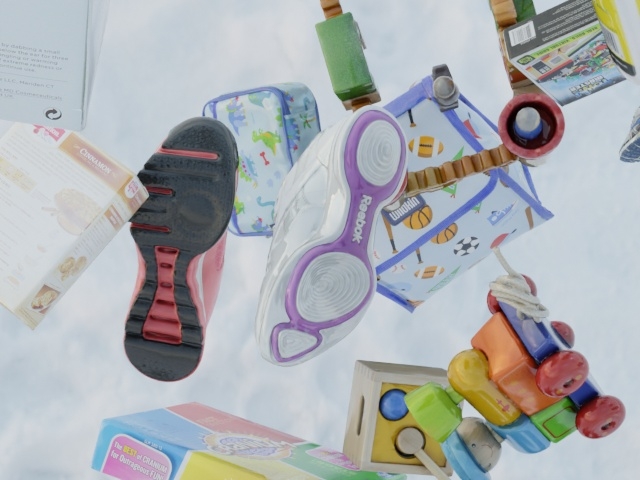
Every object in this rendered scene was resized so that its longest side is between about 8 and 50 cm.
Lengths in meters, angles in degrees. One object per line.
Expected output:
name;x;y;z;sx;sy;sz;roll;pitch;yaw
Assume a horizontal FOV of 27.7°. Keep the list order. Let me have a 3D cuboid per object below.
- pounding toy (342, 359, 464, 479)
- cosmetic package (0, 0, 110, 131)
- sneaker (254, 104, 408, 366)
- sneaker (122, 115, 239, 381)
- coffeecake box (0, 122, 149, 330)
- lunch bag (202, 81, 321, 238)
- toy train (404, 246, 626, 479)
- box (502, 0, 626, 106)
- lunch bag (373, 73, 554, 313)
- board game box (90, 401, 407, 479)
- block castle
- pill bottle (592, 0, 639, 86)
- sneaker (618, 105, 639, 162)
pounding toy;0.104;0.216;1.444;0.130;0.100;0.141;7;94;-16
cosmetic package;-0.138;-0.293;0.702;0.097;0.284;0.377;9;49;-9
sneaker;0.000;0.000;1.445;0.114;0.152;0.305;31;72;-26
sneaker;-0.161;-0.002;1.486;0.116;0.314;0.136;13;21;0
coffeecake box;-0.293;-0.027;1.334;0.142;0.068;0.185;36;77;17
lunch bag;-0.080;-0.114;1.883;0.176;0.219;0.090;-2;11;41
toy train;0.124;0.100;1.000;0.143;0.248;0.105;-37;48;9
box;0.284;-0.196;1.182;0.207;0.114;0.036;-22;60;30
lunch bag;0.154;-0.080;2.156;0.328;0.385;0.239;-36;52;16
board game box;-0.082;0.283;1.587;0.316;0.242;0.064;16;94;21
block castle;0.135;-0.284;1.738;0.303;0.213;0.453;-16;79;7
pill bottle;0.216;-0.203;0.811;0.119;0.208;0.119;-16;45;17
sneaker;0.509;-0.178;2.030;0.052;0.135;0.058;13;44;-20
